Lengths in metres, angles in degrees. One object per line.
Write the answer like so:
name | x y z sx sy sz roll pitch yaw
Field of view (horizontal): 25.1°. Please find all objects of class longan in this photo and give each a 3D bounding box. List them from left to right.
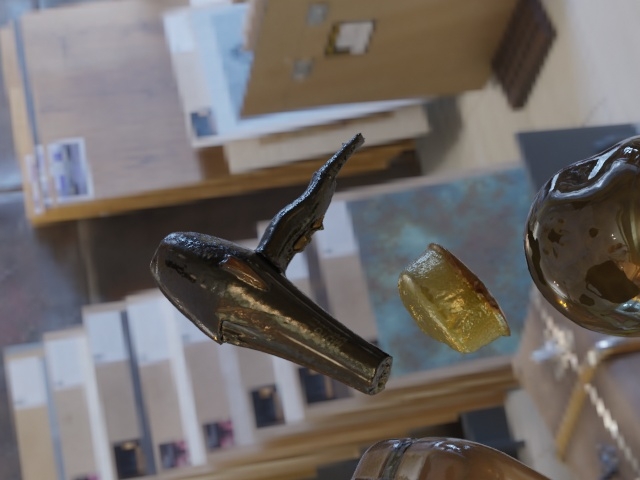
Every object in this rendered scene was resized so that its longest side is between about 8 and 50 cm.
longan | 0.314 -0.003 1.445 0.198 0.212 0.198 48 -178 -2

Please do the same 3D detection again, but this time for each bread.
bread | 0.155 0.066 1.748 0.125 0.086 0.156 56 170 -24

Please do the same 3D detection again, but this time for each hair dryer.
hair dryer | 0.000 0.000 1.713 0.359 0.304 0.120 -56 -17 -33

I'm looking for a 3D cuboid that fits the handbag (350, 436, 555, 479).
handbag | 0.142 0.281 1.223 0.283 0.302 0.149 -15 50 59
